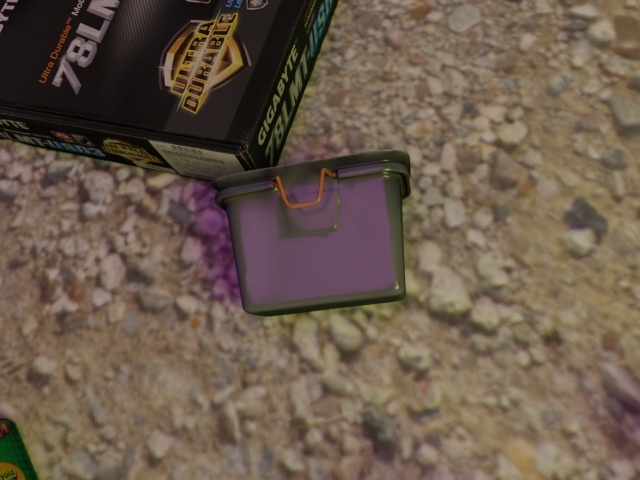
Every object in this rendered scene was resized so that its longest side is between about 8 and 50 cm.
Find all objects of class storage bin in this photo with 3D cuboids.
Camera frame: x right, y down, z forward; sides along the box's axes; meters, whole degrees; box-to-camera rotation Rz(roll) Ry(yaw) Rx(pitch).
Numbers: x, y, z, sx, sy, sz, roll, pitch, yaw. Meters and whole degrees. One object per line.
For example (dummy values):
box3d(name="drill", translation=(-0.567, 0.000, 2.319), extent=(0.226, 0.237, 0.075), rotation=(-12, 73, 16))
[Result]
box3d(name="storage bin", translation=(0.000, 0.000, 0.379), extent=(0.135, 0.098, 0.091), rotation=(-9, 78, 8))

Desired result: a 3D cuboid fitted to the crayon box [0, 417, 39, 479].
box3d(name="crayon box", translation=(-0.293, 0.160, 0.267), extent=(0.165, 0.278, 0.081), rotation=(-36, 68, -4))

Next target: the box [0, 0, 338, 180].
box3d(name="box", translation=(-0.140, -0.208, 0.497), extent=(0.293, 0.073, 0.296), rotation=(13, 72, 15))
